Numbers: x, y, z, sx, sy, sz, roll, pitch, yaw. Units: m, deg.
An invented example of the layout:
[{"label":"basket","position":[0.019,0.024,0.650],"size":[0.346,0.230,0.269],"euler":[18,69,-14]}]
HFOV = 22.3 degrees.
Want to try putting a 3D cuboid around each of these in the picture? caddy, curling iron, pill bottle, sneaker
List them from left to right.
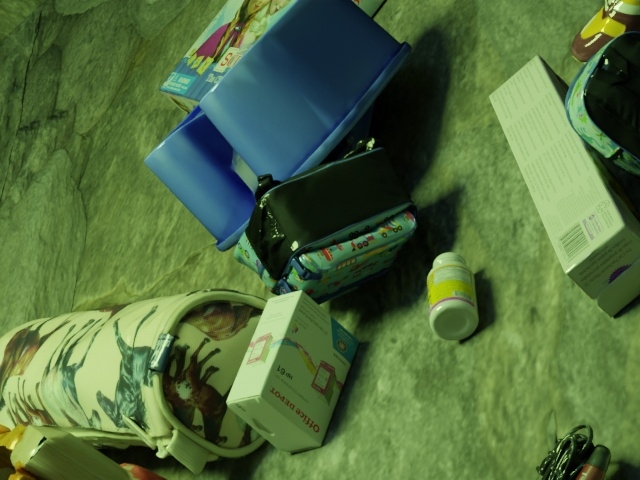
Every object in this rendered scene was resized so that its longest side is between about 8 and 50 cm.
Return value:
[{"label":"caddy","position":[-0.031,-0.127,1.754],"size":[0.241,0.179,0.341],"euler":[-42,7,41]},{"label":"pill bottle","position":[0.117,0.048,1.442],"size":[0.043,0.043,0.083],"euler":[-37,28,25]},{"label":"curling iron","position":[0.141,0.256,1.137],"size":[0.274,0.035,0.068],"euler":[-65,8,-19]},{"label":"sneaker","position":[0.294,-0.241,1.504],"size":[0.185,0.084,0.069],"euler":[-38,28,21]}]

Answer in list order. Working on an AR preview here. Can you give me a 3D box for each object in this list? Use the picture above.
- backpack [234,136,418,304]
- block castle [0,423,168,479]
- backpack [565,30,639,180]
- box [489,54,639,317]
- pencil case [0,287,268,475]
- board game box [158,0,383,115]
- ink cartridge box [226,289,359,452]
[{"label":"backpack","position":[0.000,0.000,1.585],"size":[0.158,0.117,0.173],"euler":[-22,-18,-27]},{"label":"block castle","position":[-0.337,0.394,1.515],"size":[0.303,0.213,0.453],"euler":[-3,53,52]},{"label":"backpack","position":[0.262,-0.109,1.340],"size":[0.105,0.114,0.084],"euler":[-56,6,-10]},{"label":"box","position":[0.216,-0.056,1.400],"size":[0.067,0.063,0.324],"euler":[-40,27,16]},{"label":"pencil case","position":[-0.204,0.151,1.683],"size":[0.410,0.160,0.183],"euler":[-11,30,52]},{"label":"board game box","position":[-0.047,-0.288,2.135],"size":[0.318,0.066,0.318],"euler":[-53,26,-8]},{"label":"ink cartridge box","position":[-0.025,0.123,1.513],"size":[0.052,0.088,0.122],"euler":[-16,42,45]}]
